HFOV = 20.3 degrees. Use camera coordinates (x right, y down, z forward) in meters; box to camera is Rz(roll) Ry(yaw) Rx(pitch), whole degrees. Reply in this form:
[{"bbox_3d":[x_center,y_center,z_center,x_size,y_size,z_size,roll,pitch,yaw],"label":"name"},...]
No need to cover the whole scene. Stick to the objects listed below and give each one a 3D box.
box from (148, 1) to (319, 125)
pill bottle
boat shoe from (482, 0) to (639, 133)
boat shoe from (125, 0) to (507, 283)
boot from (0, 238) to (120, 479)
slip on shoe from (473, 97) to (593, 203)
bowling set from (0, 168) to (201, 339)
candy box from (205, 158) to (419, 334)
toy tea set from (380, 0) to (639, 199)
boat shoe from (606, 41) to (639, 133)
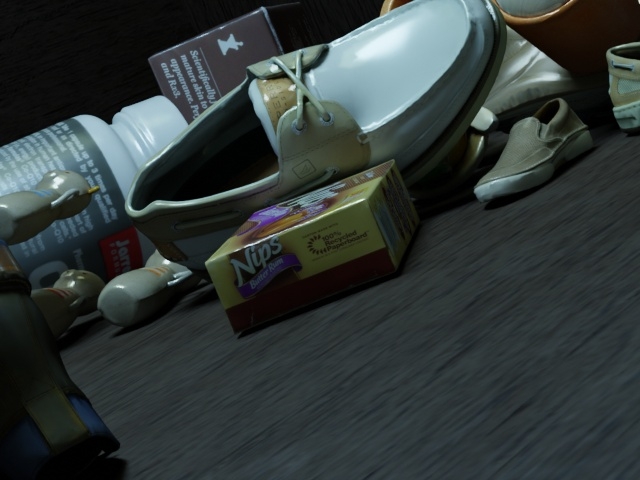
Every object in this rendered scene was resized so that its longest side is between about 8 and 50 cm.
[{"bbox_3d":[-0.062,-0.146,1.946,0.143,0.191,0.381,-22,6,6],"label":"box"},{"bbox_3d":[-0.245,-0.017,1.626,0.283,0.161,0.161,-25,7,-17],"label":"pill bottle"},{"bbox_3d":[0.167,-0.127,1.420,0.285,0.103,0.092,-11,-29,33],"label":"boat shoe"},{"bbox_3d":[-0.006,-0.078,1.259,0.302,0.113,0.103,-39,-40,19],"label":"boat shoe"},{"bbox_3d":[-0.154,0.095,0.876,0.082,0.106,0.219,-29,-20,-19],"label":"boot"},{"bbox_3d":[0.141,-0.061,1.209,0.051,0.041,0.135,-17,9,41],"label":"slip on shoe"},{"bbox_3d":[-0.240,-0.004,1.406,0.287,0.200,0.154,-16,7,22],"label":"bowling set"},{"bbox_3d":[0.000,0.000,1.146,0.109,0.053,0.187,-21,8,11],"label":"candy box"},{"bbox_3d":[0.085,-0.157,1.342,0.336,0.124,0.200,-39,44,10],"label":"toy tea set"},{"bbox_3d":[0.248,-0.118,1.168,0.068,0.072,0.190,-26,8,-31],"label":"boat shoe"}]
